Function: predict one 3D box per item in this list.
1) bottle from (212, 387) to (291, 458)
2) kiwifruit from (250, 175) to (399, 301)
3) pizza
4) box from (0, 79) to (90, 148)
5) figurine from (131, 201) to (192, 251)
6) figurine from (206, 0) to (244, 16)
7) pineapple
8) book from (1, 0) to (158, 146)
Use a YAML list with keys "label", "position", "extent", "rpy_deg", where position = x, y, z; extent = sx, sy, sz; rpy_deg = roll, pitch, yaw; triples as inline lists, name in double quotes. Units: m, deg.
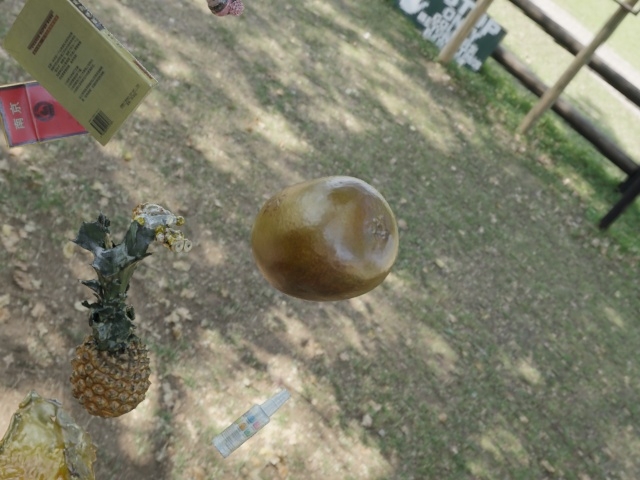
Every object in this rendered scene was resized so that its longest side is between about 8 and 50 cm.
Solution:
- label: "bottle"
  position: [-0.163, 0.439, 1.777]
  extent: [0.217, 0.060, 0.060]
  rpy_deg: [-38, 70, -9]
- label: "kiwifruit"
  position: [0.000, 0.000, 1.102]
  extent: [0.196, 0.234, 0.196]
  rpy_deg: [3, 86, -46]
- label: "pizza"
  position: [-0.284, 0.311, 0.779]
  extent: [0.189, 0.071, 0.297]
  rpy_deg: [-26, 87, -8]
- label: "box"
  position: [-0.673, -0.327, 1.817]
  extent: [0.239, 0.153, 0.074]
  rpy_deg: [-14, 24, -21]
- label: "figurine"
  position: [-0.286, -0.021, 1.329]
  extent: [0.143, 0.068, 0.101]
  rpy_deg: [25, 19, 13]
- label: "figurine"
  position: [-0.179, -0.440, 1.238]
  extent: [0.054, 0.072, 0.129]
  rpy_deg: [-51, 128, -31]
- label: "pineapple"
  position: [-0.276, 0.102, 0.985]
  extent: [0.119, 0.277, 0.130]
  rpy_deg: [25, 33, 23]
- label: "book"
  position: [-0.386, -0.281, 1.160]
  extent: [0.231, 0.161, 0.026]
  rpy_deg: [46, 33, -8]
